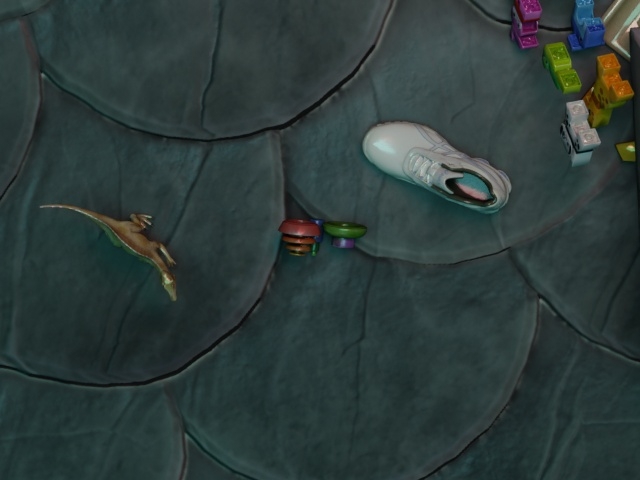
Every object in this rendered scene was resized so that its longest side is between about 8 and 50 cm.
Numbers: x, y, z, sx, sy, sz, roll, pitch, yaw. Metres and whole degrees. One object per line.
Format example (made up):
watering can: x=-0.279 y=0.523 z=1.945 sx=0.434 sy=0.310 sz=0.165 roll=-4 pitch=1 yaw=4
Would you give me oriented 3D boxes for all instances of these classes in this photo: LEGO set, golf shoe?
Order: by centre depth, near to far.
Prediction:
LEGO set: x=0.276 y=-0.171 z=1.810 sx=0.087 sy=0.093 sz=0.227 roll=-11 pitch=58 yaw=-10
golf shoe: x=0.128 y=-0.083 z=1.858 sx=0.176 sy=0.086 sz=0.069 roll=21 pitch=100 yaw=4

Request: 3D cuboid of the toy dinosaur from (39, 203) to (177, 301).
toy dinosaur: x=-0.220 y=-0.007 z=1.892 sx=0.183 sy=0.092 sz=0.053 roll=37 pitch=98 yaw=0

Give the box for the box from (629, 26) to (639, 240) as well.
box: x=0.447 y=-0.054 z=1.770 sx=0.215 sy=0.168 sz=0.345 roll=-4 pitch=105 yaw=6

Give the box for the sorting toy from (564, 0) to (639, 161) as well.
sorting toy: x=0.422 y=-0.206 z=1.838 sx=0.229 sy=0.041 sz=0.307 roll=37 pitch=98 yaw=0

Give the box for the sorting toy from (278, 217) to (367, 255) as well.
sorting toy: x=0.000 y=0.000 z=1.891 sx=0.102 sy=0.061 sz=0.042 roll=3 pitch=99 yaw=-14
